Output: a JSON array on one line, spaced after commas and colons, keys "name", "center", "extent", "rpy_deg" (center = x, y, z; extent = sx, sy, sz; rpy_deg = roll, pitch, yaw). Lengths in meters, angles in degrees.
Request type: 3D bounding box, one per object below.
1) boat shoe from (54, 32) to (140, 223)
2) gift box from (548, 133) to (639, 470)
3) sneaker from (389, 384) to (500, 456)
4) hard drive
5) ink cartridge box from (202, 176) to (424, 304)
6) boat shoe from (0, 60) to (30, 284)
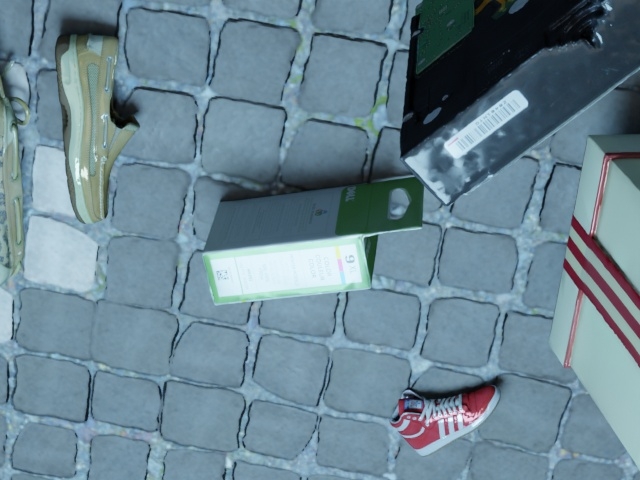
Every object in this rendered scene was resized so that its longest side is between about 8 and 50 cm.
[{"name": "boat shoe", "center": [-0.208, -0.104, 1.377], "extent": [0.072, 0.068, 0.190], "rpy_deg": [-4, 118, -4]}, {"name": "gift box", "center": [0.371, 0.051, 1.287], "extent": [0.276, 0.258, 0.255], "rpy_deg": [2, 118, -17]}, {"name": "sneaker", "center": [0.125, 0.173, 1.495], "extent": [0.118, 0.042, 0.067], "rpy_deg": [-38, 111, 25]}, {"name": "hard drive", "center": [0.173, -0.183, 1.131], "extent": [0.237, 0.339, 0.064], "rpy_deg": [-38, 110, 22]}, {"name": "ink cartridge box", "center": [0.000, 0.000, 1.379], "extent": [0.209, 0.109, 0.062], "rpy_deg": [-7, 117, 10]}, {"name": "boat shoe", "center": [-0.338, -0.081, 1.400], "extent": [0.105, 0.089, 0.285], "rpy_deg": [20, 119, 26]}]
